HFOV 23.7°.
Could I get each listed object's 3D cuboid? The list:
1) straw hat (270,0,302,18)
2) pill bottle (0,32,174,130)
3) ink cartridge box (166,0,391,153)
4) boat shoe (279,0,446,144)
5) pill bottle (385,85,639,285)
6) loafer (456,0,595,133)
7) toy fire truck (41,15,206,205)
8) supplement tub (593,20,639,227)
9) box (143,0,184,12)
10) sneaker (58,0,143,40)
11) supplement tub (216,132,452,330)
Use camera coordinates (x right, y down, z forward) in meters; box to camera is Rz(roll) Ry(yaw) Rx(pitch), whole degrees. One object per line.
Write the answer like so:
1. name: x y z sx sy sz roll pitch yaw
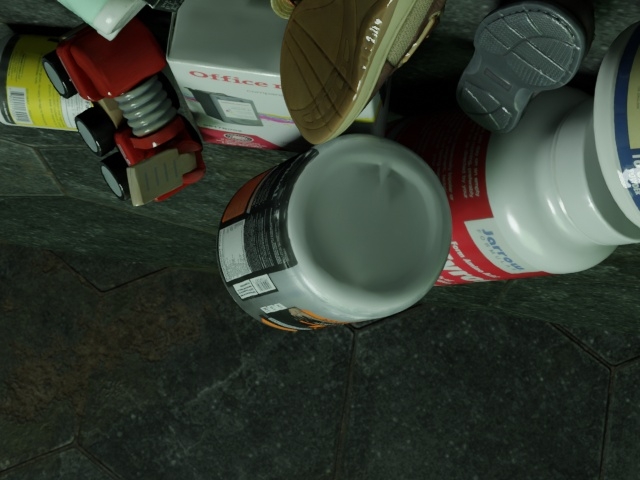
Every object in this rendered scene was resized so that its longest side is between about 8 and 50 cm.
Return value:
1. straw hat: 0.001 -0.276 1.436 0.144 0.061 0.144 -24 160 -9
2. pill bottle: -0.297 -0.194 1.912 0.208 0.119 0.119 6 168 10
3. ink cartridge box: -0.036 -0.195 1.700 0.226 0.131 0.306 8 170 6
4. boat shoe: 0.065 -0.213 1.416 0.123 0.123 0.342 -14 151 -30
5. pill bottle: 0.235 -0.066 1.876 0.229 0.229 0.407 17 165 -34
6. loafer: 0.223 -0.209 1.616 0.109 0.095 0.302 39 162 1
7. toy fire truck: -0.207 -0.136 1.710 0.158 0.217 0.246 -33 -160 -19
8. supplement tub: 0.451 -0.121 1.472 0.316 0.228 0.228 -3 164 42
9. box: -0.202 -0.273 1.364 0.184 0.045 0.191 33 -174 -3
10. sneaker: -0.243 -0.288 1.575 0.151 0.094 0.256 43 -178 -7
11. supplement tub: 0.000 0.000 1.795 0.207 0.207 0.338 12 170 -17
